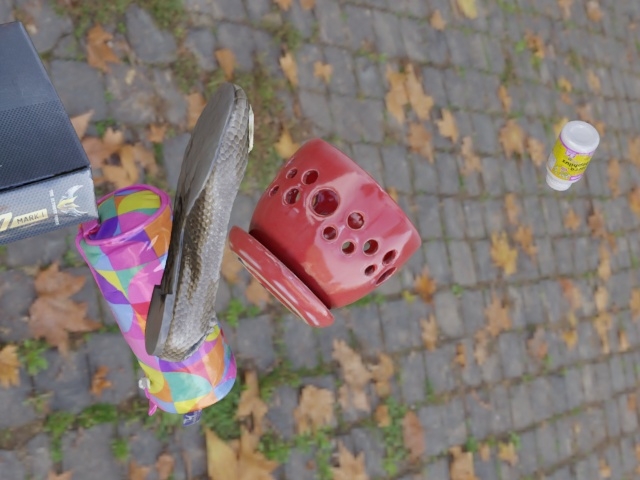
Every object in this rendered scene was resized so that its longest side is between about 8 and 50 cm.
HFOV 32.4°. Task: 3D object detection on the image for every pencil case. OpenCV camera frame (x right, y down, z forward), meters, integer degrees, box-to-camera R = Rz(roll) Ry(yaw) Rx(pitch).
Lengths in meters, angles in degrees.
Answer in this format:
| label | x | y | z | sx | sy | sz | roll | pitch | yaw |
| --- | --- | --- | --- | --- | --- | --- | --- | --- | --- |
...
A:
| label | x | y | z | sx | sy | sz | roll | pitch | yaw |
| --- | --- | --- | --- | --- | --- | --- | --- | --- | --- |
| pencil case | -0.157 | 0.064 | 1.065 | 0.104 | 0.104 | 0.236 | -55 | 138 | -47 |

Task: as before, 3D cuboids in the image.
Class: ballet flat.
| label | x | y | z | sx | sy | sz | roll | pitch | yaw |
| --- | --- | --- | --- | --- | --- | --- | --- | --- | --- |
| ballet flat | -0.096 | -0.012 | 0.954 | 0.058 | 0.084 | 0.250 | 12 | 97 | -22 |

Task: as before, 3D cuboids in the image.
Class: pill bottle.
| label | x | y | z | sx | sy | sz | roll | pitch | yaw |
| --- | --- | --- | --- | --- | --- | --- | --- | --- | --- |
| pill bottle | 0.281 | -0.093 | 1.240 | 0.083 | 0.043 | 0.043 | 102 | 4 | -54 |

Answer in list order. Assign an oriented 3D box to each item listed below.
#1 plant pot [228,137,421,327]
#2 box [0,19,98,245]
| label | x | y | z | sx | sy | sz | roll | pitch | yaw |
| --- | --- | --- | --- | --- | --- | --- | --- | --- | --- |
| plant pot | 0.000 | 0.000 | 1.339 | 0.174 | 0.191 | 0.191 | -48 | 127 | -6 |
| box | -0.302 | -0.083 | 0.898 | 0.059 | 0.183 | 0.232 | 92 | -25 | -44 |
